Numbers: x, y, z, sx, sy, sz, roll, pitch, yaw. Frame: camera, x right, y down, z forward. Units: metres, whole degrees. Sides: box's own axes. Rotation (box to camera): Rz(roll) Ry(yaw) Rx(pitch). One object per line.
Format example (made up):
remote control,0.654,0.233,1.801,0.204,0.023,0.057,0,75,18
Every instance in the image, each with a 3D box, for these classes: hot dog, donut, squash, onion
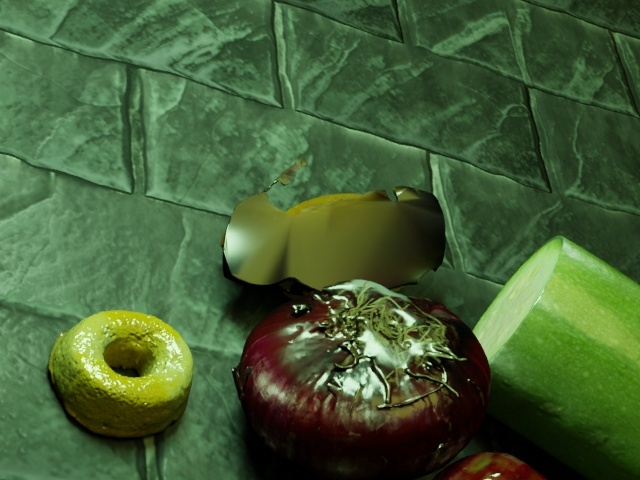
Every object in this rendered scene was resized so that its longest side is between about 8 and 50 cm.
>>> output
hot dog,0.002,0.006,2.044,0.326,0.107,0.194,9,64,-23
donut,-0.225,0.148,1.779,0.178,0.065,0.162,-17,62,-43
squash,0.403,0.197,2.035,0.384,0.263,0.263,35,40,-3
onion,0.047,0.183,1.837,0.314,0.232,0.314,6,31,-3

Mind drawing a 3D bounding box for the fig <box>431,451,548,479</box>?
fig,0.199,0.377,1.752,0.224,0.224,0.263,5,82,-32
